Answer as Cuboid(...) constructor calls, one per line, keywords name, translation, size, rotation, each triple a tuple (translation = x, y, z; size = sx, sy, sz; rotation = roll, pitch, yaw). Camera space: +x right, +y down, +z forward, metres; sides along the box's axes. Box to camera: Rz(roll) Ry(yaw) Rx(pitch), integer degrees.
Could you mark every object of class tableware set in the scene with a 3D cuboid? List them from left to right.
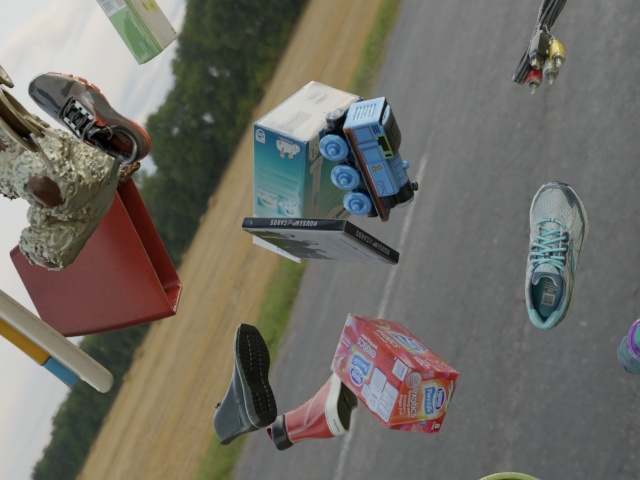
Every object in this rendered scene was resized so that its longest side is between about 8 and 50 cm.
Cuboid(name="tableware set", translation=(-0.347, -0.168, 1.008), size=(0.039, 0.128, 0.194), rotation=(-40, 53, 0))

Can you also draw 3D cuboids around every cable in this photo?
Cuboid(name="cable", translation=(0.494, -0.434, 2.028), size=(0.139, 0.072, 0.287), rotation=(-46, 18, 51))

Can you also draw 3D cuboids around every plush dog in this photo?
Cuboid(name="plush dog", translation=(-0.425, -0.118, 1.418), size=(0.211, 0.225, 0.262), rotation=(-51, -8, -33))

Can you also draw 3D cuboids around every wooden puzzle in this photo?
Cuboid(name="wooden puzzle", translation=(-0.405, 0.126, 1.249), size=(0.238, 0.221, 0.044), rotation=(3, 53, 57))

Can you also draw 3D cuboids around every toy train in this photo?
Cuboid(name="toy train", translation=(0.070, -0.109, 1.291), size=(0.105, 0.184, 0.080), rotation=(-8, 37, 24))

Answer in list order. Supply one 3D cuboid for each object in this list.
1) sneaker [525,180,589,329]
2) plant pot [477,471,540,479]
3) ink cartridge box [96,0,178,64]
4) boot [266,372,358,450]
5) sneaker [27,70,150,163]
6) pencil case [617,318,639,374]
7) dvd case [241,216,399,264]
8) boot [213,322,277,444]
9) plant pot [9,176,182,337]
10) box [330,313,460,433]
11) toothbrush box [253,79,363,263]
Cuboid(name="sneaker", translation=(0.434, 0.033, 1.714), size=(0.122, 0.110, 0.283), rotation=(-26, -63, -66))
Cuboid(name="plant pot", translation=(0.284, 0.547, 1.669), size=(0.276, 0.276, 0.254), rotation=(-67, 12, -14))
Cuboid(name="ink cartridge box", translation=(-0.332, -0.441, 1.729), size=(0.056, 0.171, 0.235), rotation=(-25, 20, 21))
Cuboid(name="boot", translation=(-0.020, 0.342, 1.891), size=(0.176, 0.088, 0.244), rotation=(-21, 10, 16))
Cuboid(name="sneaker", translation=(-0.268, -0.142, 1.073), size=(0.061, 0.157, 0.065), rotation=(-56, 13, 15))
Cuboid(name="pencil case", translation=(0.477, 0.157, 1.363), size=(0.070, 0.064, 0.152), rotation=(-57, -17, -7))
Cuboid(name="dvd case", translation=(0.000, 0.000, 1.690), size=(0.238, 0.179, 0.030), rotation=(2, 72, 38))
Cuboid(name="boot", translation=(-0.158, 0.265, 1.697), size=(0.137, 0.076, 0.198), rotation=(-36, 50, 37))
Cuboid(name="plant pot", translation=(-0.429, 0.044, 1.760), size=(0.235, 0.267, 0.267), rotation=(-24, 10, -2))
Cuboid(name="box", translation=(0.137, 0.250, 1.769), size=(0.257, 0.122, 0.128), rotation=(37, 111, 59))
Cuboid(name="toothbrush box", translation=(-0.027, -0.138, 1.875), size=(0.216, 0.126, 0.296), rotation=(-44, -33, -42))
